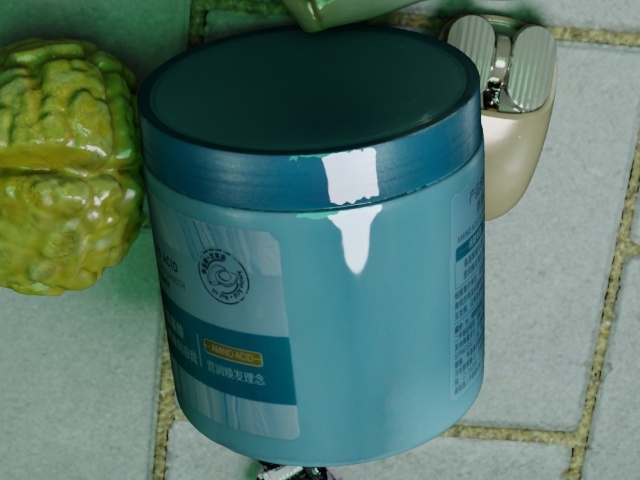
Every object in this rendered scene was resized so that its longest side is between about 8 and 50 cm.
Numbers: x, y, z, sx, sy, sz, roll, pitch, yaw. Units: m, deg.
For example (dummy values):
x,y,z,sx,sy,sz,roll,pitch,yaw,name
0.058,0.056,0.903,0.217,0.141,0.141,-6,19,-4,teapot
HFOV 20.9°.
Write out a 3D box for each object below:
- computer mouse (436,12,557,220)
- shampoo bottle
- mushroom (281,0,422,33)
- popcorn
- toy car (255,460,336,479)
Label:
x,y,z,sx,sy,sz,roll,pitch,yaw,name
0.169,-0.125,1.841,0.145,0.082,0.237,10,115,-9,computer mouse
0.000,0.000,1.719,0.331,0.331,0.343,-6,118,-2,shampoo bottle
0.127,-0.284,1.753,0.351,0.097,0.109,-10,75,-1,mushroom
-0.282,-0.077,1.753,0.257,0.224,0.270,-30,121,18,popcorn
-0.013,0.300,2.035,0.080,0.070,0.171,-32,116,11,toy car
